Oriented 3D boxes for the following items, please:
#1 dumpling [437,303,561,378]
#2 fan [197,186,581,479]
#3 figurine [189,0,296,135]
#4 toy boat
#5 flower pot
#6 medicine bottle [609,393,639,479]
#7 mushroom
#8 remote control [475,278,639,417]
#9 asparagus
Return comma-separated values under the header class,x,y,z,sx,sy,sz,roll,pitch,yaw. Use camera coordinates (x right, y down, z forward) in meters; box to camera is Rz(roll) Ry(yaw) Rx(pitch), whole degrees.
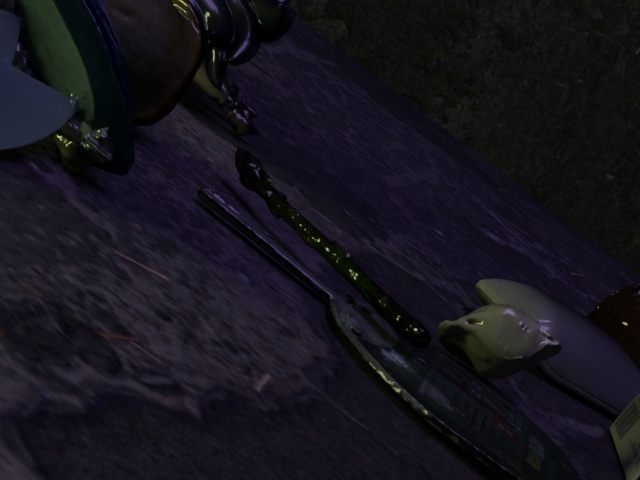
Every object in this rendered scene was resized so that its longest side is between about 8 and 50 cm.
class,x,y,z,sx,sy,sz,roll,pitch,yaw
dumpling,0.124,0.071,1.140,0.052,0.076,0.057,70,-21,6
fan,0.066,0.077,1.045,0.294,0.012,0.223,43,11,33
figurine,-0.126,-0.228,1.351,0.265,0.197,0.175,29,-8,-14
toy boat,-0.195,-0.133,0.825,0.210,0.070,0.292,63,21,15
flower pot,0.332,0.107,1.639,0.111,0.111,0.089,25,31,-51
medicine bottle,0.322,0.206,1.240,0.201,0.052,0.171,36,10,-2
mushroom,-0.192,-0.167,0.998,0.081,0.100,0.312,-8,-26,41
remote control,0.262,0.117,1.429,0.313,0.055,0.109,31,12,-36
asparagus,0.000,0.000,1.082,0.023,0.022,0.233,-6,38,-38
